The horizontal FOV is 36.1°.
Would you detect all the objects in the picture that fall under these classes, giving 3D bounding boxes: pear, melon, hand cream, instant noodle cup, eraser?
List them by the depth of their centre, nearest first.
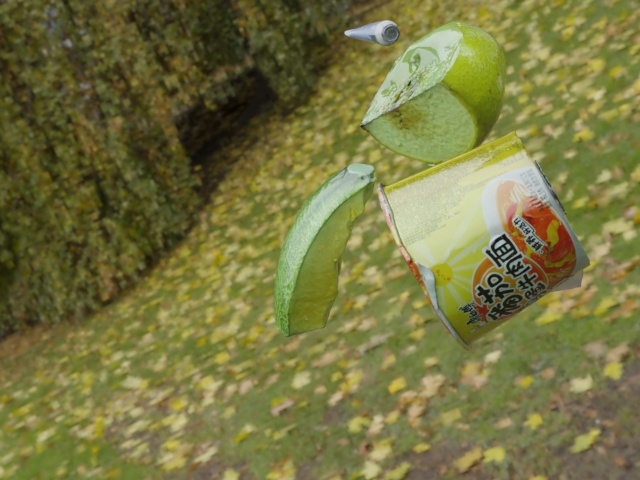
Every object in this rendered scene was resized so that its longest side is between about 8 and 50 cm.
[{"bbox_3d":[0.223,-0.009,1.313,0.200,0.264,0.264,-29,8,11],"label":"instant noodle cup"},{"bbox_3d":[0.000,0.000,1.727,0.124,0.323,0.196,14,27,-4],"label":"melon"},{"bbox_3d":[0.454,0.081,1.993,0.150,0.023,0.104,-11,-24,7],"label":"eraser"},{"bbox_3d":[0.125,-0.474,2.224,0.088,0.055,0.256,-15,17,-9],"label":"hand cream"},{"bbox_3d":[0.302,-0.358,2.275,0.342,0.238,0.318,-20,36,57],"label":"pear"}]
